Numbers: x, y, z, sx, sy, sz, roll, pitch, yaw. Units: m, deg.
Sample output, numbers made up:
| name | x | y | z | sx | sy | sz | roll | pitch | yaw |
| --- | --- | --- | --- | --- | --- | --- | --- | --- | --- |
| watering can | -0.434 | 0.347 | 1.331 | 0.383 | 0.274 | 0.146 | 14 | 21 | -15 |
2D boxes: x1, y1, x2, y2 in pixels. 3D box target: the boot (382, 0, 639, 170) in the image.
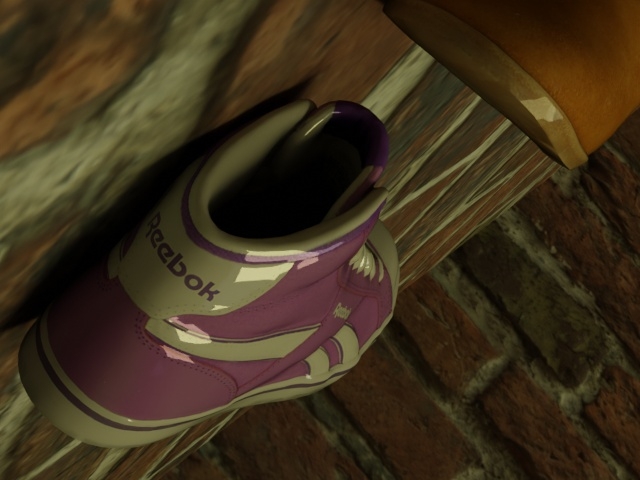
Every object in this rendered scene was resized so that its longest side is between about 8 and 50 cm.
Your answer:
| name | x | y | z | sx | sy | sz | roll | pitch | yaw |
| --- | --- | --- | --- | --- | --- | --- | --- | --- | --- |
| boot | 0.140 | -0.140 | 0.493 | 0.211 | 0.104 | 0.295 | -48 | 174 | 15 |

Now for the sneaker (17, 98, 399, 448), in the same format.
| name | x | y | z | sx | sy | sz | roll | pitch | yaw |
| --- | --- | --- | --- | --- | --- | --- | --- | --- | --- |
| sneaker | 0.001 | 0.001 | 0.569 | 0.161 | 0.102 | 0.282 | -47 | 170 | 27 |
